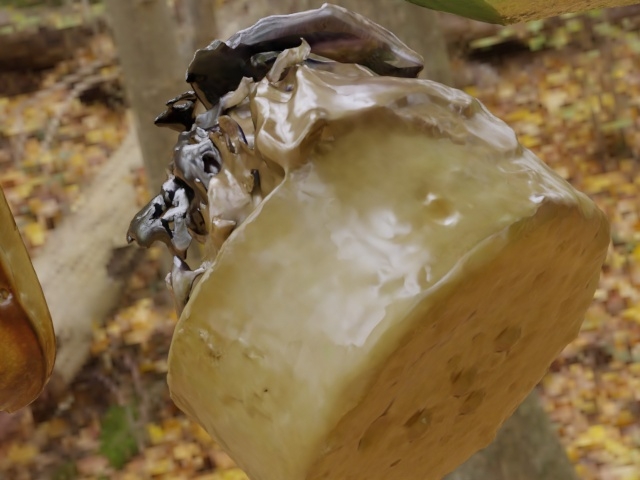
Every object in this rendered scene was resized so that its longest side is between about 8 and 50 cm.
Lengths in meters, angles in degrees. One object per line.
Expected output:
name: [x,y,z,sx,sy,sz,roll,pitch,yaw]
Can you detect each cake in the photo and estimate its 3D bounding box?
cake: [0.001,0.005,1.155,0.332,0.321,0.332,-35,-28,-21]

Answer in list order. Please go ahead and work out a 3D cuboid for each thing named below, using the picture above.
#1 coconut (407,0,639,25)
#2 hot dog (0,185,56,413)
coconut: [0.121,-0.254,0.849,0.328,0.281,0.328,-44,11,11]
hot dog: [-0.134,-0.017,0.469,0.072,0.188,0.055,-20,12,-3]
